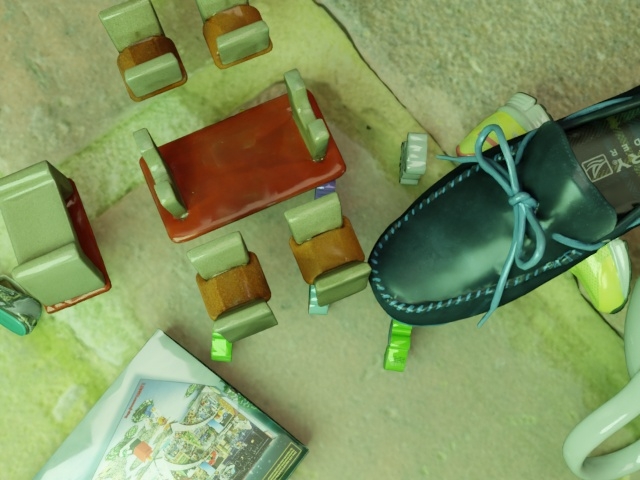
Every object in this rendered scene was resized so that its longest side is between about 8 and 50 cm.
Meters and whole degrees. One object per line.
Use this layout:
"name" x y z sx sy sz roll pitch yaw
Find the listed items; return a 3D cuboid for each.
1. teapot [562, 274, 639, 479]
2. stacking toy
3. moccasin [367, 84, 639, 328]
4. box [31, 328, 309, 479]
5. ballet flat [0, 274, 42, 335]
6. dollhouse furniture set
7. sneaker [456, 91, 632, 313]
"teapot" 0.359 0.111 0.681 0.256 0.187 0.252 18 55 24
"stacking toy" 0.000 0.000 0.733 0.167 0.052 0.221 6 81 -2
"moccasin" 0.183 -0.052 0.649 0.342 0.117 0.138 -33 78 2
"box" -0.142 0.211 0.680 0.159 0.044 0.233 39 79 3
"ballet flat" -0.284 0.040 0.708 0.114 0.041 0.041 28 78 0
"dollhouse furniture set" -0.112 -0.040 0.671 0.259 0.135 0.262 -22 76 -4
"sneaker" 0.191 -0.021 0.744 0.094 0.081 0.208 -29 77 -1
